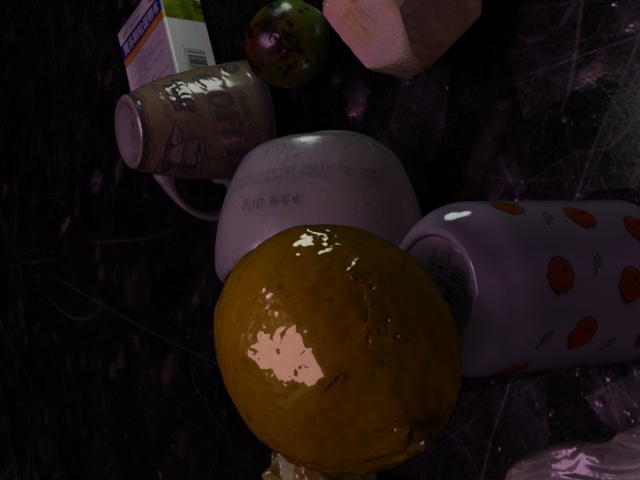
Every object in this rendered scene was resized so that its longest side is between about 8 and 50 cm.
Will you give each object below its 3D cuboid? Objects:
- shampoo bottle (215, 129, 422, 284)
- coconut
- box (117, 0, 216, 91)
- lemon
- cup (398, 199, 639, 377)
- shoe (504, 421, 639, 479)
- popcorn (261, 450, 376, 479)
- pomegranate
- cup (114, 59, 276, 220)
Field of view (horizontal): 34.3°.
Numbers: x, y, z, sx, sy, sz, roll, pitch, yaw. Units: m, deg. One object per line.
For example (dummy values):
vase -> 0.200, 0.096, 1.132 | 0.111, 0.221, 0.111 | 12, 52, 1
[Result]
shampoo bottle -> 0.000, 0.000, 1.585 | 0.322, 0.322, 0.317 | -19, 69, 52
coconut -> 0.115, -0.363, 1.495 | 0.237, 0.197, 0.237 | 29, 146, 22
box -> -0.317, -0.362, 2.192 | 0.200, 0.106, 0.299 | -38, 60, 47
lemon -> 0.018, 0.118, 1.087 | 0.310, 0.253, 0.253 | 51, 129, 42
cup -> 0.251, 0.056, 1.248 | 0.212, 0.317, 0.212 | 2, 93, 53
shoe -> 0.367, 0.336, 1.251 | 0.342, 0.132, 0.210 | -30, 64, 46
popcorn -> -0.004, 0.410, 1.702 | 0.184, 0.204, 0.221 | 28, 98, 28
pomegranate -> -0.074, -0.347, 1.828 | 0.220, 0.156, 0.156 | 16, 104, 57
cup -> -0.244, -0.177, 1.958 | 0.227, 0.257, 0.301 | 26, 123, 58
